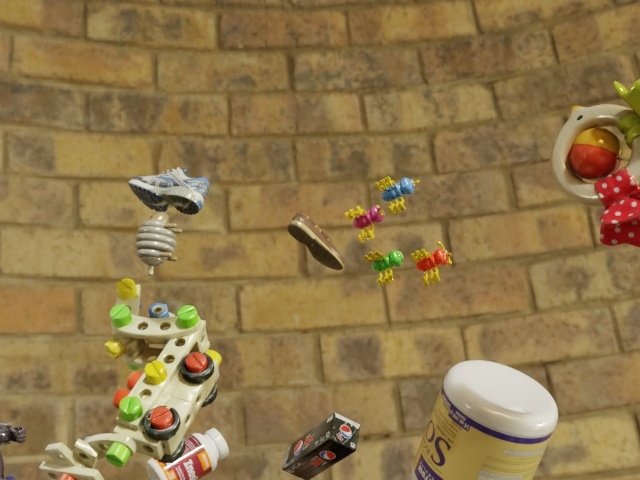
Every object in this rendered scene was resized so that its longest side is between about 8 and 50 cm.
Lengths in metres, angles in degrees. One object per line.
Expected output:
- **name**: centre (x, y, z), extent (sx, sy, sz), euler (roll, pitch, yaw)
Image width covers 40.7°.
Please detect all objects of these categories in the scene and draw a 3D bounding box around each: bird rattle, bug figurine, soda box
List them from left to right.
- **soda box**: centre (0.001, 0.372, 1.547), extent (0.060, 0.053, 0.169), euler (29, -44, -17)
- **bug figurine**: centre (0.185, -0.019, 2.077), extent (0.216, 0.279, 0.072), euler (-21, 11, 30)
- **bird rattle**: centre (0.458, -0.119, 1.338), extent (0.207, 0.254, 0.143), euler (16, 6, 44)

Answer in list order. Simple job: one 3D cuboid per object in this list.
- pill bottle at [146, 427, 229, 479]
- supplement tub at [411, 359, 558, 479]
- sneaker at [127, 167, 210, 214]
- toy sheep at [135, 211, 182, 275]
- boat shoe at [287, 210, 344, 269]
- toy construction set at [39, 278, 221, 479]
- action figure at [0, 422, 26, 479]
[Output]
- **pill bottle**: centre (-0.263, 0.439, 1.719), extent (0.152, 0.086, 0.086), euler (-27, -11, -29)
- **supplement tub**: centre (0.327, 0.444, 1.795), extent (0.241, 0.241, 0.331), euler (6, -67, -27)
- **sneaker**: centre (-0.208, -0.073, 1.208), extent (0.135, 0.058, 0.052), euler (13, -34, 30)
- **toy sheep**: centre (-0.327, 0.006, 1.722), extent (0.091, 0.132, 0.091), euler (7, -18, 2)
- **boat shoe**: centre (0.000, 0.000, 2.028), extent (0.178, 0.060, 0.064), euler (44, -35, -24)
- **toy construction set**: centre (-0.265, 0.214, 1.236), extent (0.215, 0.328, 0.151), euler (14, -31, 16)
- **action figure**: centre (-0.420, 0.245, 1.060), extent (0.099, 0.285, 0.185), euler (-26, -31, -3)
